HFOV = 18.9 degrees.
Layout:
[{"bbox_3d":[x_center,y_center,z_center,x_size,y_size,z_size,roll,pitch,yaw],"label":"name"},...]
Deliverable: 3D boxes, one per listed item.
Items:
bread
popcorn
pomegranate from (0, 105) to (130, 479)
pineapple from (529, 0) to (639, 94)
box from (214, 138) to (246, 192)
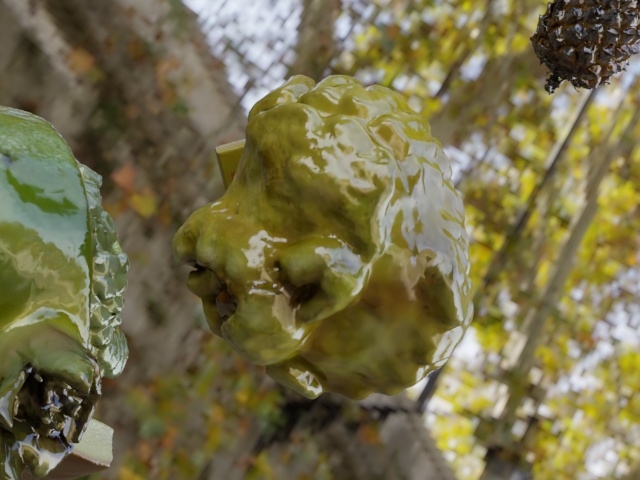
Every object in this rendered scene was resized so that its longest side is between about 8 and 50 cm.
[{"bbox_3d":[-0.299,0.207,1.829,0.226,0.049,0.088,-18,-31,38],"label":"bread"},{"bbox_3d":[0.000,0.000,1.339,0.203,0.200,0.226,-14,-48,9],"label":"popcorn"},{"bbox_3d":[-0.236,0.047,1.277,0.340,0.260,0.260,40,-17,55],"label":"pomegranate"},{"bbox_3d":[0.253,-0.203,1.541,0.103,0.221,0.083,37,-4,37],"label":"pineapple"},{"bbox_3d":[-0.022,-0.008,1.474,0.023,0.087,0.155,-128,-156,-70],"label":"box"}]
